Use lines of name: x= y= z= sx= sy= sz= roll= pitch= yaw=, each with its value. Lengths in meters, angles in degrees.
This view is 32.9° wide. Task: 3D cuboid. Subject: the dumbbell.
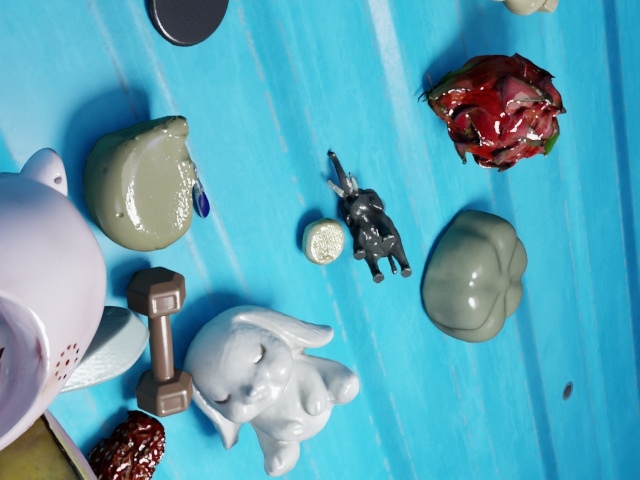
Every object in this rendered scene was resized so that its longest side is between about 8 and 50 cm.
dumbbell: x=-0.241 y=0.156 z=1.637 sx=0.092 sy=0.082 sz=0.231 roll=-10 pitch=116 yaw=-22

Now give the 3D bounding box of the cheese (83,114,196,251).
cheese: x=-0.250 y=-0.072 z=1.531 sx=0.175 sy=0.091 sz=0.203 roll=-34 pitch=131 yaw=-38

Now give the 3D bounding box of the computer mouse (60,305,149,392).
computer mouse: x=-0.335 y=0.167 z=1.498 sx=0.231 sy=0.127 sz=0.079 roll=-33 pitch=118 yaw=-42

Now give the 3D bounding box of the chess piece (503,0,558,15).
chess piece: x=0.341 y=-0.500 z=2.041 sx=0.397 sy=0.117 sz=0.117 roll=12 pitch=96 yaw=-53

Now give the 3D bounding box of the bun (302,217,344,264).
bun: x=0.000 y=0.000 z=1.890 sx=0.086 sy=0.054 sz=0.086 roll=-11 pitch=109 yaw=-33

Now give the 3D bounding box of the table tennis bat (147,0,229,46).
table tennis bat: x=-0.178 y=-0.391 z=1.532 sx=0.150 sy=0.027 sz=0.237 roll=-8 pitch=113 yaw=-48

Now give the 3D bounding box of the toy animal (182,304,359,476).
toy animal: x=-0.108 y=0.224 z=1.765 sx=0.265 sy=0.206 sz=0.272 roll=35 pitch=97 yaw=-38

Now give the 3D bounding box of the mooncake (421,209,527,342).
mooncake: x=0.330 y=0.078 z=2.258 sx=0.275 sy=0.135 sz=0.275 roll=-23 pitch=120 yaw=-47

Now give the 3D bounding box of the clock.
clock: x=-0.417 y=0.084 z=1.267 sx=0.376 sy=0.250 sz=0.368 roll=-35 pitch=130 yaw=-36

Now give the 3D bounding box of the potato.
potato: x=-0.425 y=0.371 z=1.444 sx=0.266 sy=0.229 sz=0.229 roll=-35 pitch=132 yaw=-16

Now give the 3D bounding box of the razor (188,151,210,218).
razor: x=-0.194 y=-0.089 z=1.639 sx=0.044 sy=0.028 sz=0.155 roll=-45 pitch=135 yaw=-29

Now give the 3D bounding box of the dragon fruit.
dragon fruit: x=0.321 y=-0.258 z=2.044 sx=0.293 sy=0.233 sz=0.234 roll=19 pitch=91 yaw=-30

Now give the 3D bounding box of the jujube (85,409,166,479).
jujube: x=-0.294 y=0.341 z=1.646 sx=0.166 sy=0.104 sz=0.104 roll=-50 pitch=138 yaw=-23

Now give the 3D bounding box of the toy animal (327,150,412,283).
toy animal: x=0.082 y=-0.027 z=1.923 sx=0.082 sy=0.137 sz=0.269 roll=-26 pitch=133 yaw=8
